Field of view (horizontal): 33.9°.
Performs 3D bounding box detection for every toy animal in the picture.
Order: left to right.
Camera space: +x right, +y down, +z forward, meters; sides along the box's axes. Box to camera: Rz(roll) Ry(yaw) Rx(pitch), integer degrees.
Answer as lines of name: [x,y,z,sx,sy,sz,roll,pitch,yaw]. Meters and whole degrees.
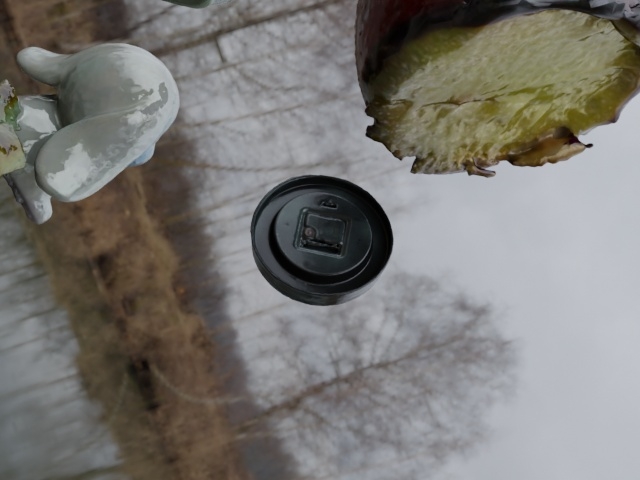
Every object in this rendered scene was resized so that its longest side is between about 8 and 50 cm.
toy animal: [-0.356,-0.181,1.507,0.249,0.289,0.174,45,-10,22]

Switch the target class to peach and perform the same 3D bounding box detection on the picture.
peach: [0.217,-0.253,1.250,0.353,0.416,0.339,42,-45,9]

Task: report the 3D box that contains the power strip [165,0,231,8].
power strip: [-0.156,-0.374,1.029,0.194,0.059,0.264,22,-61,31]

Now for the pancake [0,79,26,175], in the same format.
pancake: [-0.535,-0.208,1.249,0.427,0.067,0.304,37,35,-18]

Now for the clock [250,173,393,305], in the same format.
clock: [0.000,0.000,1.345,0.040,0.185,0.184,104,-31,-57]
